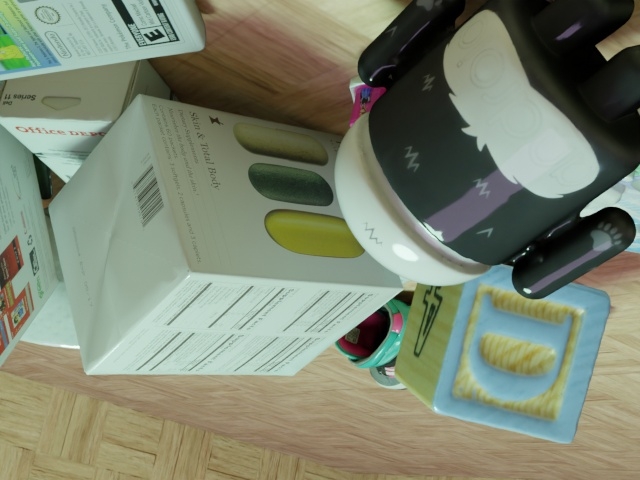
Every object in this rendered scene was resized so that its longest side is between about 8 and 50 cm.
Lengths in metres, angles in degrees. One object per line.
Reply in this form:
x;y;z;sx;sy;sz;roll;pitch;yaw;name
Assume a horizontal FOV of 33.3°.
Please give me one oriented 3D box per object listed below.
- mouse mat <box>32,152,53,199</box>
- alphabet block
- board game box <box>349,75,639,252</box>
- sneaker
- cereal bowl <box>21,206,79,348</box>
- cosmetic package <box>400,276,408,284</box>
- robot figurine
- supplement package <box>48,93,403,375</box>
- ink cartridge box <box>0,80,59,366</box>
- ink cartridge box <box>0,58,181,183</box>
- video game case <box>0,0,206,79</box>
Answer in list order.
-0.385;-0.126;1.216;0.153;0.007;0.189;10;136;3;mouse mat
0.222;0.124;1.352;0.192;0.193;0.197;16;-178;-10;alphabet block
0.237;-0.045;1.102;0.390;0.050;0.390;9;165;11;board game box
0.098;0.167;1.729;0.178;0.123;0.295;12;154;-18;sneaker
-0.306;0.033;1.463;0.339;0.141;0.339;7;-169;-1;cereal bowl
0.000;0.000;1.369;0.231;0.085;0.117;16;161;-9;cosmetic package
0.138;-0.082;0.838;0.174;0.209;0.278;26;129;-35;robot figurine
-0.098;0.006;1.084;0.263;0.199;0.198;7;143;-41;supplement package
-0.409;0.000;1.122;0.130;0.272;0.309;8;127;11;ink cartridge box
-0.225;-0.118;1.147;0.153;0.086;0.208;5;160;17;ink cartridge box
-0.273;-0.224;0.826;0.300;0.036;0.329;-7;158;6;video game case
